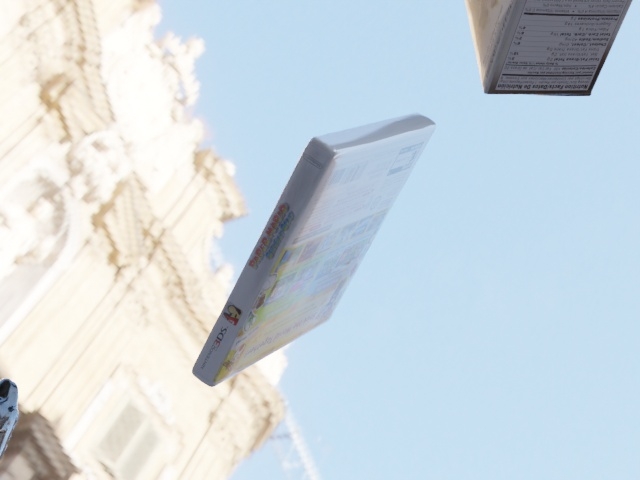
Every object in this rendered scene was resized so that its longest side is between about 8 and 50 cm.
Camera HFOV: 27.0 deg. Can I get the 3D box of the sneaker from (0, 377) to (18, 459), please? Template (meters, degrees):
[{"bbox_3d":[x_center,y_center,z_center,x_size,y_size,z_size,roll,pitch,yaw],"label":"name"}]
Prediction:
[{"bbox_3d":[-0.274,0.047,0.708,0.276,0.097,0.135,41,-75,-2],"label":"sneaker"}]

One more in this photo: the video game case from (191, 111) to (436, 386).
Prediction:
[{"bbox_3d":[0.000,0.000,1.044,0.026,0.227,0.206,33,-69,14],"label":"video game case"}]

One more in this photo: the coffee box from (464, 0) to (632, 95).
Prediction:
[{"bbox_3d":[0.230,-0.294,1.269,0.118,0.168,0.297,-1,-33,-9],"label":"coffee box"}]
